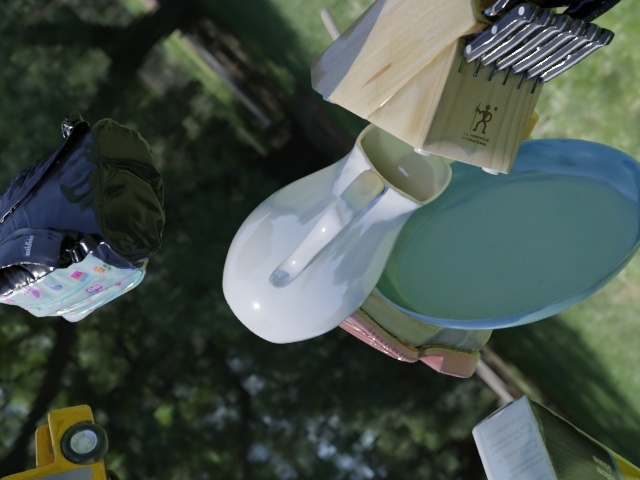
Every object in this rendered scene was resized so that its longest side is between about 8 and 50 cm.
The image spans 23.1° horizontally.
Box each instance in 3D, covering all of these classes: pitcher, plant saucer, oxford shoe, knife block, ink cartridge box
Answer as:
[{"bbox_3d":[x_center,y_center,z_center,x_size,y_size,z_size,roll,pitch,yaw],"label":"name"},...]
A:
[{"bbox_3d":[0.000,0.000,1.333,0.125,0.207,0.178,47,-154,6],"label":"pitcher"},{"bbox_3d":[0.205,-0.003,1.679,0.317,0.317,0.044,45,161,55],"label":"plant saucer"},{"bbox_3d":[0.114,0.072,2.011,0.140,0.146,0.397,32,-175,28],"label":"oxford shoe"},{"bbox_3d":[0.118,-0.187,1.202,0.088,0.242,0.275,14,-168,-30],"label":"knife block"},{"bbox_3d":[0.262,0.299,1.187,0.303,0.072,0.307,35,-155,-37],"label":"ink cartridge box"}]

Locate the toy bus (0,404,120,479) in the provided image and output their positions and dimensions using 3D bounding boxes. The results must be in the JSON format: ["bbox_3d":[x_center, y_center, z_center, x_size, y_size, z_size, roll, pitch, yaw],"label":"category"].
[{"bbox_3d":[-0.250,0.333,1.580,0.108,0.130,0.333,85,169,-51],"label":"toy bus"}]

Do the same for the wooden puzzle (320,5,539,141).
[{"bbox_3d":[0.178,-0.216,2.205,0.348,0.080,0.322,25,-162,-20],"label":"wooden puzzle"}]

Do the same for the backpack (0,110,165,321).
[{"bbox_3d":[-0.216,-0.003,1.338,0.115,0.182,0.152,28,-135,-35],"label":"backpack"}]
